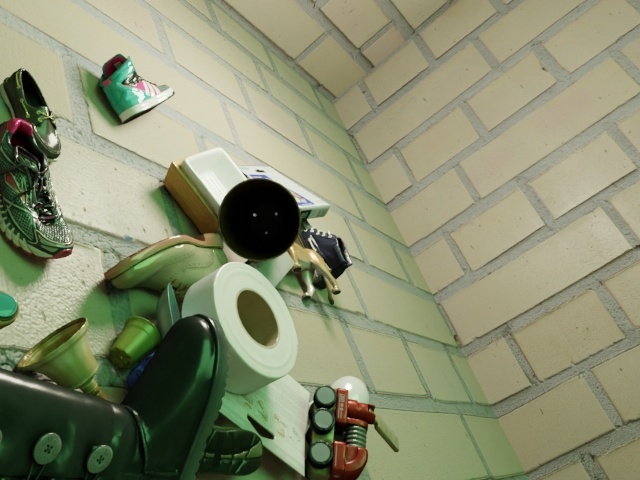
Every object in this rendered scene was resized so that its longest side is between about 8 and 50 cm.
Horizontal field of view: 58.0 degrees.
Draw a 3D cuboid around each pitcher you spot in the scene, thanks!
[{"bbox_3d":[0.045,0.458,1.576,0.177,0.125,0.207,42,34,-11],"label":"pitcher"}]

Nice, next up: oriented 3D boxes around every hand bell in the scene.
[{"bbox_3d":[-0.384,0.265,0.985,0.242,0.126,0.126,60,18,-18],"label":"hand bell"}]

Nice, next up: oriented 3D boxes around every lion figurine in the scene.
[{"bbox_3d":[-0.082,0.055,1.924,0.392,0.142,0.240,46,18,-47],"label":"lion figurine"}]

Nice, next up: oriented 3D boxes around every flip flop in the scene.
[{"bbox_3d":[-0.230,0.391,1.112,0.277,0.080,0.112,28,64,-39],"label":"flip flop"}]

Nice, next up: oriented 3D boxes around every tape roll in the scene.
[{"bbox_3d":[-0.174,0.195,1.301,0.286,0.100,0.286,46,25,-29],"label":"tape roll"}]

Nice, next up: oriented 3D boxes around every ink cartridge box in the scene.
[{"bbox_3d":[-0.148,-0.180,2.162,0.307,0.072,0.303,30,16,16],"label":"ink cartridge box"},{"bbox_3d":[-0.148,0.377,1.341,0.296,0.066,0.261,46,23,-21],"label":"ink cartridge box"}]

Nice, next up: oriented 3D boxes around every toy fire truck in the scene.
[{"bbox_3d":[0.088,0.492,1.416,0.246,0.159,0.217,9,48,-3],"label":"toy fire truck"}]

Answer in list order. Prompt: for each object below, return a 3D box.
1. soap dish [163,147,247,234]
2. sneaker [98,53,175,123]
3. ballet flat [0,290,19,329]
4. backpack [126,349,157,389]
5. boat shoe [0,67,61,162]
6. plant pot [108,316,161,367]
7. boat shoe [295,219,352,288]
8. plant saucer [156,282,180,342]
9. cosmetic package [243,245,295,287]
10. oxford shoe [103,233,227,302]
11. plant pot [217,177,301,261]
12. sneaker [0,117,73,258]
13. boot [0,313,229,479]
[{"bbox_3d":[-0.321,-0.149,1.716,0.229,0.118,0.291,52,20,-5],"label":"soap dish"},{"bbox_3d":[-0.555,-0.466,1.715,0.179,0.123,0.295,58,20,-17],"label":"sneaker"},{"bbox_3d":[-0.578,0.081,0.863,0.232,0.073,0.080,34,36,-30],"label":"ballet flat"},{"bbox_3d":[-0.306,0.279,1.116,0.101,0.098,0.120,-37,92,-41],"label":"backpack"},{"bbox_3d":[-0.641,-0.282,1.295,0.228,0.068,0.081,58,21,9],"label":"boat shoe"},{"bbox_3d":[-0.369,0.205,1.128,0.083,0.083,0.079,50,34,-11],"label":"plant pot"},{"bbox_3d":[0.000,0.000,2.125,0.127,0.158,0.341,21,39,-56],"label":"boat shoe"},{"bbox_3d":[-0.316,0.189,1.217,0.195,0.037,0.195,168,-90,-81],"label":"plant saucer"},{"bbox_3d":[-0.173,0.094,1.647,0.107,0.127,0.238,55,22,-3],"label":"cosmetic package"},{"bbox_3d":[-0.325,0.075,1.337,0.397,0.140,0.147,-14,79,-65],"label":"oxford shoe"},{"bbox_3d":[-0.158,-0.056,1.597,0.215,0.215,0.230,54,0,-2],"label":"plant pot"},{"bbox_3d":[-0.564,-0.097,1.113,0.299,0.112,0.121,58,21,8],"label":"sneaker"},{"bbox_3d":[-0.358,0.231,0.841,0.445,0.146,0.367,31,60,-44],"label":"boot"}]
